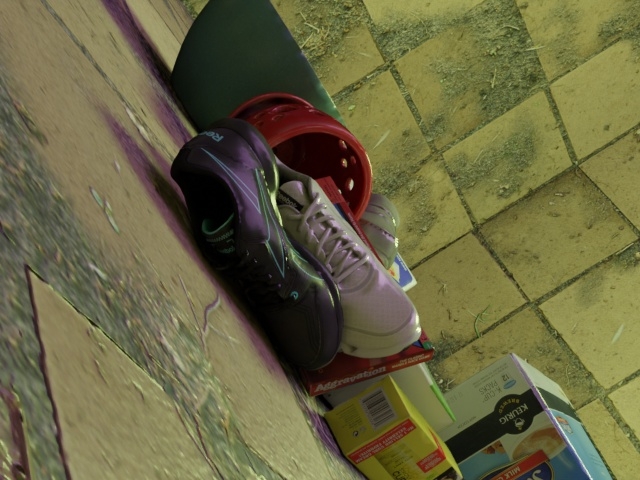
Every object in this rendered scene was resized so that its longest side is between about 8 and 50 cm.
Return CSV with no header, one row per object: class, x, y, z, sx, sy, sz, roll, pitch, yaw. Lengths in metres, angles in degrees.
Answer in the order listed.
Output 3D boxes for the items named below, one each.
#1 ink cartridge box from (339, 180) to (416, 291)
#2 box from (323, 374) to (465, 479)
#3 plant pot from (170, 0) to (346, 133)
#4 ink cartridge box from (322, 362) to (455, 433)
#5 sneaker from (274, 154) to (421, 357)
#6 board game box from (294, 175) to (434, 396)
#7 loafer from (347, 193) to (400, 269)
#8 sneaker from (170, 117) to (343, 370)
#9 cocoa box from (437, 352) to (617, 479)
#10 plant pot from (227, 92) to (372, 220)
ink cartridge box,0.000,0.000,1.717,0.307,0.072,0.303,-26,83,-54
box,0.089,0.234,1.131,0.058,0.087,0.232,61,3,38
plant pot,-0.117,-0.249,1.581,0.290,0.195,0.290,58,3,-4
ink cartridge box,0.038,0.110,1.265,0.198,0.115,0.273,55,4,-47
sneaker,-0.009,0.008,1.070,0.292,0.110,0.118,42,-31,24
board game box,0.000,0.041,1.144,0.027,0.145,0.281,95,-27,-47
loafer,0.066,-0.022,1.526,0.112,0.111,0.319,37,-1,-11
sneaker,-0.069,0.016,0.990,0.267,0.101,0.106,64,32,-8
cocoa box,0.300,0.349,1.565,0.228,0.231,0.347,61,13,25
plant pot,-0.045,-0.099,1.391,0.191,0.191,0.174,56,-2,-32
